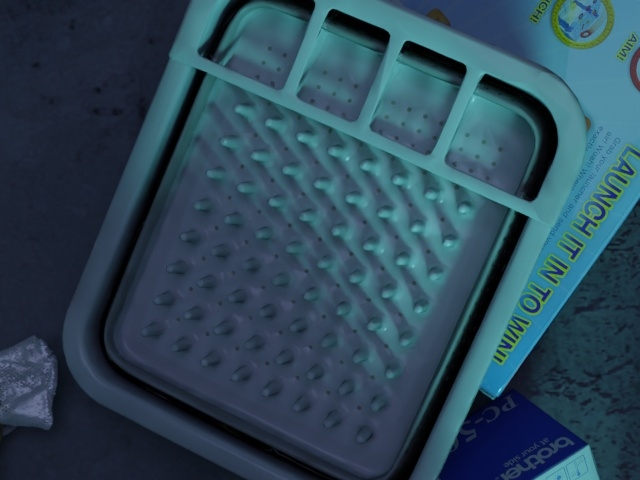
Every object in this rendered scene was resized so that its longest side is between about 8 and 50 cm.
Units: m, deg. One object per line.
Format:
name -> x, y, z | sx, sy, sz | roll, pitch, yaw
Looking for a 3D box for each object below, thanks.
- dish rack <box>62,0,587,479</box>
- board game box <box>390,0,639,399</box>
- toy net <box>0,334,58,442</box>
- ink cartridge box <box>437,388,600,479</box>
dish rack -> 0.000, 0.000, 0.961 | 0.286, 0.072, 0.332 | 25, 97, 11
board game box -> 0.094, -0.099, 1.016 | 0.302, 0.086, 0.308 | 36, 99, 10
toy net -> -0.280, 0.165, 1.027 | 0.122, 0.045, 0.232 | 31, 76, 11
ink cartridge box -> 0.082, 0.188, 0.972 | 0.207, 0.097, 0.046 | -29, 119, -15
